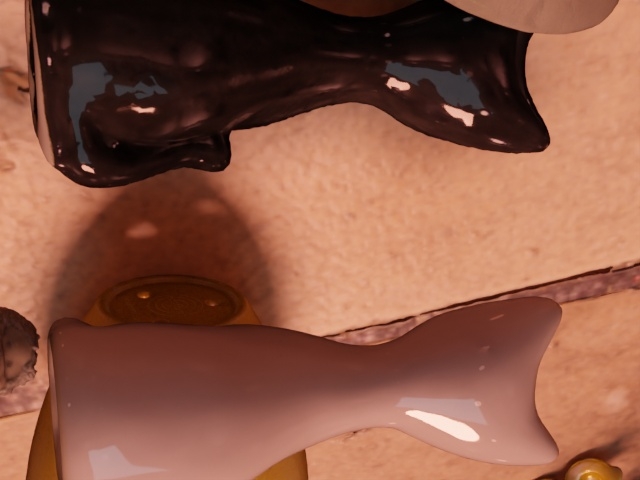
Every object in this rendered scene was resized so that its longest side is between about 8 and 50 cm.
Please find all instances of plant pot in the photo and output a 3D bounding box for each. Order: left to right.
[{"bbox_3d":[-0.070,0.072,0.479,0.134,0.134,0.095,-1,111,-12],"label":"plant pot"}]

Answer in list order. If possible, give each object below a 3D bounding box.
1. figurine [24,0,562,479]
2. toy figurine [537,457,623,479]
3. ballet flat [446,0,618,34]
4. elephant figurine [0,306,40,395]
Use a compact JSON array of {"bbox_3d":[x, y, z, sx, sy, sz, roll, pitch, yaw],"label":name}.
[{"bbox_3d":[0.000,0.000,0.400,0.210,0.092,0.214,-4,92,-17],"label":"figurine"},{"bbox_3d":[0.209,0.281,0.674,0.363,0.191,0.217,-34,133,18],"label":"toy figurine"},{"bbox_3d":[0.036,-0.130,0.351,0.213,0.072,0.068,18,162,-23],"label":"ballet flat"},{"bbox_3d":[-0.260,0.057,0.349,0.169,0.239,0.186,-36,95,38],"label":"elephant figurine"}]
